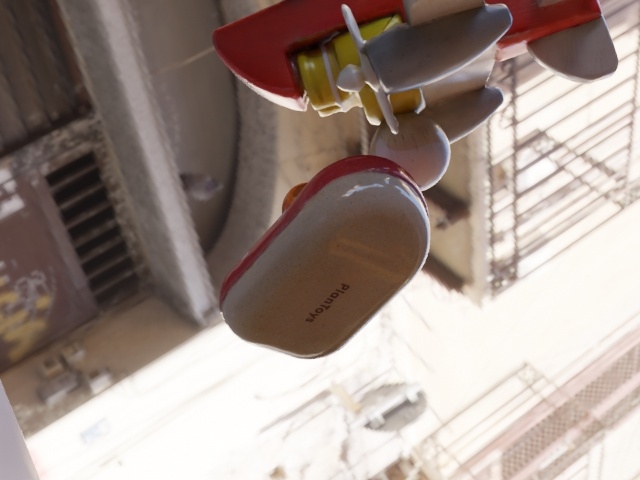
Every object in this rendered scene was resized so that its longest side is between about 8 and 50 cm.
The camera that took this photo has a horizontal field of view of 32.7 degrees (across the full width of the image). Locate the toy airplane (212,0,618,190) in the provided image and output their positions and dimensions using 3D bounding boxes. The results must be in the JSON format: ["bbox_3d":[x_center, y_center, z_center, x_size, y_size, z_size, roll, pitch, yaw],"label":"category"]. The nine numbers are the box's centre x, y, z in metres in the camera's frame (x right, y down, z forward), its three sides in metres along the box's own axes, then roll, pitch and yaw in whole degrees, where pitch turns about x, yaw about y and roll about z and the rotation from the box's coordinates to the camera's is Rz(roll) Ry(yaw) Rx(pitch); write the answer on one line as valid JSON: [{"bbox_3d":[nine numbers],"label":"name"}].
[{"bbox_3d":[0.126,-0.184,1.173,0.384,0.386,0.272,-5,-100,52],"label":"toy airplane"}]

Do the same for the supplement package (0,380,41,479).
[{"bbox_3d":[-0.336,0.211,0.845,0.177,0.175,0.293,44,5,-46],"label":"supplement package"}]

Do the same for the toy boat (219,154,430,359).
[{"bbox_3d":[0.000,0.000,1.074,0.231,0.151,0.151,-46,-141,29],"label":"toy boat"}]
